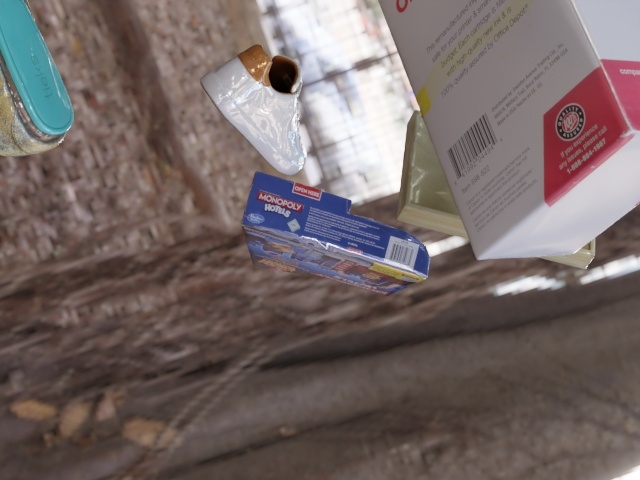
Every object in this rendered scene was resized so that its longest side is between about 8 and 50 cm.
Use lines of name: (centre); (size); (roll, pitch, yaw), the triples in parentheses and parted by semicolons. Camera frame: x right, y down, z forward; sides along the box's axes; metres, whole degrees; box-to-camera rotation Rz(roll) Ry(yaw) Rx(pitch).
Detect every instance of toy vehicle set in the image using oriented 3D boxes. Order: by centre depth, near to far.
toy vehicle set: (0.240, -0.070, 1.848); (0.035, 0.267, 0.166); (115, -13, -55)

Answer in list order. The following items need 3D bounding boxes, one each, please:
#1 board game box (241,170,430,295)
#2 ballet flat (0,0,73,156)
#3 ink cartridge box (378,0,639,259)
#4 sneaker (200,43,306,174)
board game box: (0.000, 0.000, 1.437); (0.194, 0.194, 0.060); (148, -42, -75)
ballet flat: (-0.350, -0.248, 1.369); (0.123, 0.123, 0.348); (-77, 151, -82)
ink cartridge box: (0.249, -0.210, 1.581); (0.279, 0.160, 0.384); (-45, -124, 48)
sneaker: (-0.058, -0.186, 1.975); (0.106, 0.123, 0.290); (55, 5, 25)
